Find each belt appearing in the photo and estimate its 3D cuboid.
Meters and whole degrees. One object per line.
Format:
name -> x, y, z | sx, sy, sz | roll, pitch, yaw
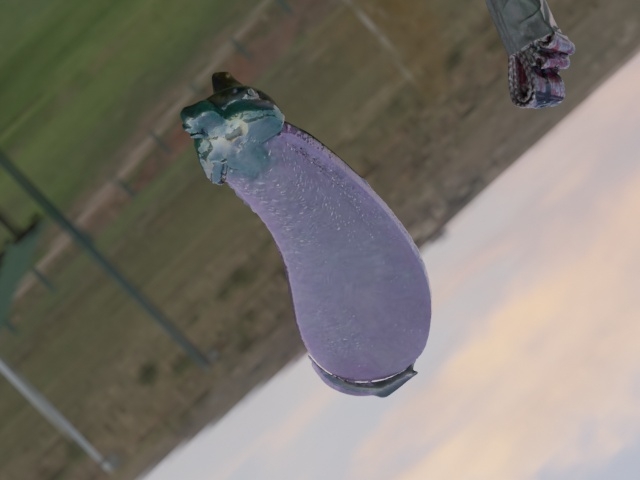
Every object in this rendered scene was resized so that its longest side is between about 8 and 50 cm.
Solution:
belt -> 0.185, -0.240, 1.736 | 0.071, 0.232, 0.053 | -28, 164, 35

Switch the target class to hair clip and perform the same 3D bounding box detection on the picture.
hair clip -> 0.002, -0.001, 1.523 | 0.110, 0.358, 0.096 | -43, -149, -19
